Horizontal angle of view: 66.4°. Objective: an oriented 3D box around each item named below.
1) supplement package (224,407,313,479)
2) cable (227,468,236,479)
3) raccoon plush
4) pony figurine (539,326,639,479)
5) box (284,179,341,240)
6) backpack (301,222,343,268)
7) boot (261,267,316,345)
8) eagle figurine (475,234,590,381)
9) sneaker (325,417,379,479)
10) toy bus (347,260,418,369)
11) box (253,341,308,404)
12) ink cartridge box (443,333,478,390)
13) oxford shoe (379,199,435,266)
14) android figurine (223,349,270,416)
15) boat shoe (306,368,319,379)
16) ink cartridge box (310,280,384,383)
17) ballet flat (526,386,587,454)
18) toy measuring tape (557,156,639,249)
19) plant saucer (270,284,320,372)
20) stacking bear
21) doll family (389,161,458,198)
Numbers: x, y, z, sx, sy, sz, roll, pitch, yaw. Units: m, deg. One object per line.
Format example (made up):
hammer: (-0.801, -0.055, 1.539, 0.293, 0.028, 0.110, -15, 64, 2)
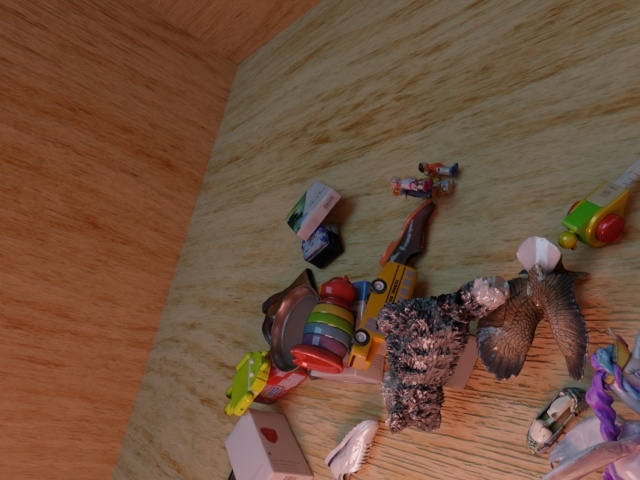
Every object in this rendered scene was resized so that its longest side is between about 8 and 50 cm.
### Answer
supplement package: (-0.187, 0.759, 1.702, 0.175, 0.177, 0.293, -58, 36, 11)
cable: (-0.310, 0.892, 1.921, 0.139, 0.072, 0.287, -45, 24, 55)
raccoon plush: (0.258, 0.283, 1.126, 0.446, 0.215, 0.299, 114, 159, -65)
pony figurine: (0.565, 0.382, 0.863, 0.363, 0.302, 0.351, 46, 110, 26)
box: (-0.040, -0.133, 2.045, 0.232, 0.058, 0.322, -51, 17, 1)
backpack: (0.000, 0.000, 1.972, 0.158, 0.116, 0.173, -40, 39, 31)
boot: (-0.112, 0.285, 2.002, 0.280, 0.096, 0.264, -38, 35, 24)
eagle figurine: (0.505, 0.162, 1.108, 0.225, 0.226, 0.298, 29, 50, 20)
sneaker: (0.114, 0.633, 1.477, 0.235, 0.090, 0.095, -57, 48, 19)
toy bus: (0.184, 0.226, 1.457, 0.108, 0.130, 0.333, 99, -168, -56)
box: (-0.179, 0.516, 1.881, 0.257, 0.128, 0.123, -43, 38, 29)
ink cartridge box: (0.330, 0.298, 1.372, 0.208, 0.086, 0.153, 28, 94, 55)
oxford shoe: (0.309, -0.008, 1.612, 0.098, 0.097, 0.271, 34, 91, 21)
android figurine: (-0.269, 0.519, 1.807, 0.273, 0.056, 0.248, -51, 22, 22)
boat shoe: (-0.033, 0.350, 1.806, 0.095, 0.112, 0.335, -37, 47, 28)
ink cartridge box: (0.101, 0.309, 1.633, 0.223, 0.129, 0.308, -16, 57, 47)
ballet flat: (0.512, 0.397, 1.090, 0.188, 0.070, 0.070, -58, 35, 12)
toy measuring tape: (0.690, -0.084, 1.145, 0.330, 0.121, 0.121, -39, 37, -2)
plant saucer: (-0.077, 0.313, 1.729, 0.310, 0.050, 0.311, -38, 41, 42)
stacking bear: (0.030, 0.247, 1.519, 0.175, 0.164, 0.289, 89, -163, -62)
doll family: (0.325, -0.174, 1.592, 0.163, 0.262, 0.119, 11, 119, 43)
